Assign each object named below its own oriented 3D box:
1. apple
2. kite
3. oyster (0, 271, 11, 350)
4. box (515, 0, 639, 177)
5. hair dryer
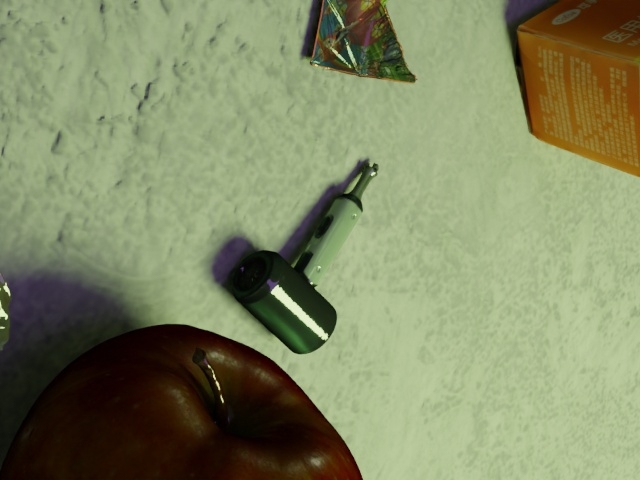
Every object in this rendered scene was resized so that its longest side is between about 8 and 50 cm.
[{"bbox_3d":[-0.111,0.229,0.953,0.288,0.288,0.317,8,112,-41],"label":"apple"},{"bbox_3d":[0.041,-0.210,1.128,0.159,0.010,0.190,-43,128,-24],"label":"kite"},{"bbox_3d":[-0.298,0.082,0.866,0.166,0.110,0.341,11,109,-35],"label":"oyster"},{"bbox_3d":[0.392,-0.164,1.215,0.225,0.341,0.143,-34,130,-27],"label":"box"},{"bbox_3d":[0.000,0.000,1.138,0.100,0.057,0.198,49,63,-38],"label":"hair dryer"}]
